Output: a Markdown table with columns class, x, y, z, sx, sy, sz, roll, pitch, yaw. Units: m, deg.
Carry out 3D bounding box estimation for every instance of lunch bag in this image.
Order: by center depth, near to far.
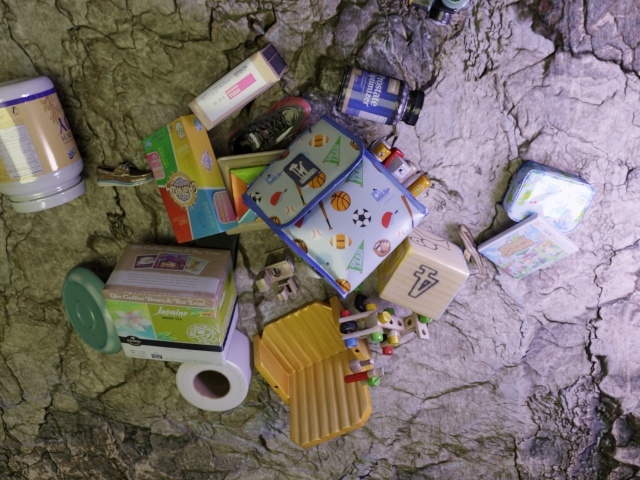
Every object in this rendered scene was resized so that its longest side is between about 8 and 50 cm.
| class | x | y | z | sx | sy | sz | roll | pitch | yaw |
| --- | --- | --- | --- | --- | --- | --- | --- | --- | --- |
| lunch bag | 0.030 | -0.092 | 1.390 | 0.328 | 0.239 | 0.385 | -44 | 91 | -4 |
| lunch bag | 0.647 | -0.119 | 1.511 | 0.219 | 0.090 | 0.176 | 15 | 116 | -4 |

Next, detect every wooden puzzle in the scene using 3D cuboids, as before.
| class | x | y | z | sx | sy | sz | roll | pitch | yaw |
| --- | --- | --- | --- | --- | --- | --- | --- | --- | --- |
| wooden puzzle | -0.165 | -0.130 | 1.467 | 0.221 | 0.044 | 0.238 | -9 | 119 | -13 |

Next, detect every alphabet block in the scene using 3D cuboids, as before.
| class | x | y | z | sx | sy | sz | roll | pitch | yaw |
| --- | --- | --- | --- | --- | --- | --- | --- | --- | --- |
| alphabet block | 0.301 | 0.090 | 1.586 | 0.197 | 0.192 | 0.193 | 24 | 114 | -7 |

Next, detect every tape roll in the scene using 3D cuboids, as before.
| class | x | y | z | sx | sy | sz | roll | pitch | yaw |
| --- | --- | --- | --- | --- | --- | --- | --- | --- | --- |
| tape roll | -0.356 | 0.442 | 1.821 | 0.246 | 0.169 | 0.246 | 1 | 117 | 3 |

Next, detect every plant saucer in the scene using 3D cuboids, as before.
| class | x | y | z | sx | sy | sz | roll | pitch | yaw |
| --- | --- | --- | --- | --- | --- | --- | --- | --- | --- |
| plant saucer | -0.756 | 0.238 | 1.726 | 0.318 | 0.044 | 0.317 | 17 | 120 | 34 |

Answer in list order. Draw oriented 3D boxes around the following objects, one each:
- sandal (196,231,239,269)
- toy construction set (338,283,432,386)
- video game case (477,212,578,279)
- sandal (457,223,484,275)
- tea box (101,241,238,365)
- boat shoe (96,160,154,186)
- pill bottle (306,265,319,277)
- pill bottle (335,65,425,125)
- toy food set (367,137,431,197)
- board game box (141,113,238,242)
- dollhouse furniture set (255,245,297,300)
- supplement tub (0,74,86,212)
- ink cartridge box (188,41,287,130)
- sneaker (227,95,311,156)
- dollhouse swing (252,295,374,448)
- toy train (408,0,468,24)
| class | x | y | z | sx | sy | sz | roll | pitch | yaw |
| --- | --- | --- | --- | --- | --- | --- | --- | --- | --- |
| sandal | -0.299 | -0.062 | 1.615 | 0.168 | 0.107 | 0.445 | 19 | 129 | -7 |
| toy construction set | 0.206 | 0.289 | 1.608 | 0.237 | 0.308 | 0.257 | -24 | 123 | 37 |
| video game case | 0.615 | 0.023 | 1.567 | 0.193 | 0.023 | 0.212 | 32 | 135 | -23 |
| sandal | 0.456 | 0.030 | 1.615 | 0.049 | 0.072 | 0.180 | -23 | 112 | 31 |
| tea box | -0.446 | 0.199 | 1.639 | 0.329 | 0.219 | 0.323 | 4 | 131 | 4 |
| boat shoe | -0.587 | -0.200 | 1.574 | 0.183 | 0.066 | 0.066 | -4 | 115 | 6 |
| pill bottle | 0.000 | 0.000 | 1.600 | 0.121 | 0.121 | 0.216 | 1 | 116 | 3 |
| pill bottle | 0.158 | -0.377 | 1.400 | 0.219 | 0.122 | 0.122 | 14 | 117 | -3 |
| toy food set | 0.197 | -0.196 | 1.485 | 0.104 | 0.111 | 0.232 | -44 | 137 | 22 |
| board game box | -0.366 | -0.163 | 1.462 | 0.242 | 0.064 | 0.316 | -11 | 99 | 47 |
| dollhouse furniture set | -0.108 | 0.131 | 1.639 | 0.101 | 0.182 | 0.160 | -19 | 113 | 13 |
| supplement tub | -0.812 | -0.267 | 1.459 | 0.241 | 0.241 | 0.331 | -8 | 116 | 8 |
| ink cartridge box | -0.211 | -0.406 | 1.373 | 0.235 | 0.193 | 0.088 | -30 | 111 | 17 |
| sneaker | -0.145 | -0.301 | 1.454 | 0.276 | 0.135 | 0.097 | -28 | 109 | 15 |
| dollhouse swing | -0.032 | 0.431 | 1.717 | 0.347 | 0.305 | 0.315 | -27 | 112 | 17 |
| toy train | 0.300 | -0.690 | 1.232 | 0.190 | 0.142 | 0.333 | 22 | 116 | 4 |
